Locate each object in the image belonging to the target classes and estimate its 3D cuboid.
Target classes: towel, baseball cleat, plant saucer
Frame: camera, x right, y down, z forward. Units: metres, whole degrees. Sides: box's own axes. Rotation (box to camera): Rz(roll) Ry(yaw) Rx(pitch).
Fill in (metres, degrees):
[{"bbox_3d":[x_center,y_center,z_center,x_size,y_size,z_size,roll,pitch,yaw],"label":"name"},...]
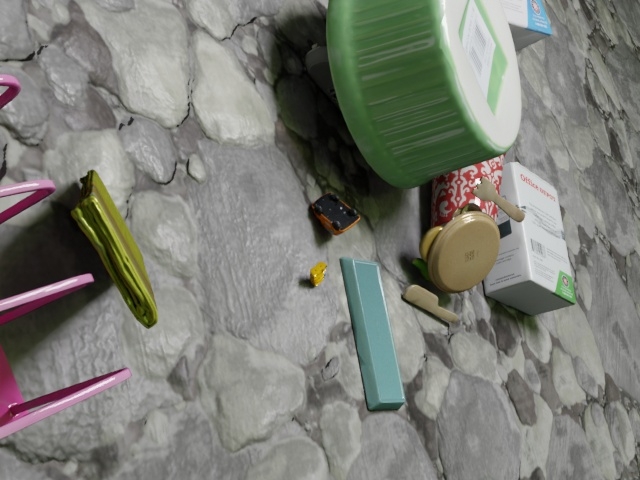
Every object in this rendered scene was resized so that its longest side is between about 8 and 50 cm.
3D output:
[{"bbox_3d":[-0.167,-0.001,0.722,0.102,0.021,0.237,65,-8,-14],"label":"towel"},{"bbox_3d":[0.057,-0.178,1.197,0.206,0.072,0.109,28,51,-41],"label":"baseball cleat"},{"bbox_3d":[0.067,0.112,1.100,0.067,0.018,0.192,11,63,-50],"label":"plant saucer"}]

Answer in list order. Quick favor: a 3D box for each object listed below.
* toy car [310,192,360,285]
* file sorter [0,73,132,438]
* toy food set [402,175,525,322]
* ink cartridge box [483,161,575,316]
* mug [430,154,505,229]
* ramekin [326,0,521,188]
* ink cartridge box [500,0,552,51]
[{"bbox_3d":[0.000,0.000,1.074,0.122,0.060,0.040,-56,163,-32],"label":"toy car"},{"bbox_3d":[-0.278,0.003,0.566,0.202,0.182,0.290,-22,89,-54],"label":"file sorter"},{"bbox_3d":[0.191,0.012,1.228,0.132,0.192,0.038,31,4,-39],"label":"toy food set"},{"bbox_3d":[0.325,-0.001,1.438,0.153,0.087,0.208,24,54,-44],"label":"ink cartridge box"},{"bbox_3d":[0.227,-0.064,1.327,0.150,0.113,0.169,36,49,-34],"label":"mug"},{"bbox_3d":[0.148,-0.229,1.163,0.303,0.148,0.303,26,59,-53],"label":"ramekin"},{"bbox_3d":[0.199,-0.414,1.401,0.198,0.197,0.270,-6,77,-53],"label":"ink cartridge box"}]
